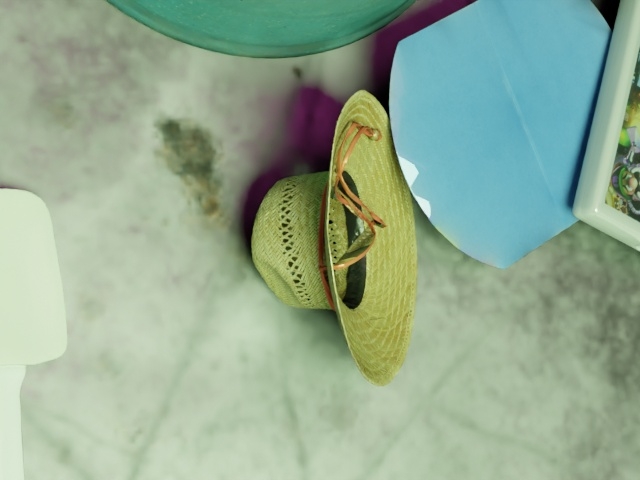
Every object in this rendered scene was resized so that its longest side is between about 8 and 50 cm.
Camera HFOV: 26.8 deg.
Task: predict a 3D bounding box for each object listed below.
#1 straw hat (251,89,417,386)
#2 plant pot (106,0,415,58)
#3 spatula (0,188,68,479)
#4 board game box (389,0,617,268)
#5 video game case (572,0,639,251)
[{"bbox_3d":[0.000,0.000,0.662,0.061,0.144,0.144,-3,78,19],"label":"straw hat"},{"bbox_3d":[0.003,-0.252,0.611,0.272,0.255,0.271,4,78,-21],"label":"plant pot"},{"bbox_3d":[-0.186,0.095,0.578,0.168,0.019,0.242,1,78,-37],"label":"spatula"},{"bbox_3d":[0.100,-0.065,0.731,0.169,0.033,0.133,-31,103,-28],"label":"board game box"},{"bbox_3d":[0.231,-0.069,0.777,0.173,0.022,0.190,25,71,-28],"label":"video game case"}]
